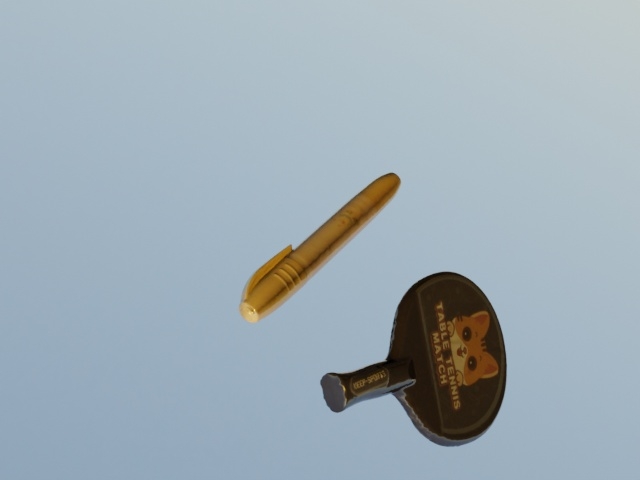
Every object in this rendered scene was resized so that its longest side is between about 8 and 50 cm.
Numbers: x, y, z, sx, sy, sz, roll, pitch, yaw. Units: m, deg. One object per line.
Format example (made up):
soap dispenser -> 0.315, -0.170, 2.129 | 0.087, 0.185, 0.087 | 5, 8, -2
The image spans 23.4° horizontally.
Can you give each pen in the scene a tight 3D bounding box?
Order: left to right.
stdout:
pen -> 0.000, 0.000, 1.408 | 0.040, 0.032, 0.233 | 46, -128, 1

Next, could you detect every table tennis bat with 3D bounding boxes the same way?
table tennis bat -> 0.085, 0.106, 1.299 | 0.027, 0.150, 0.236 | -10, 180, 41
